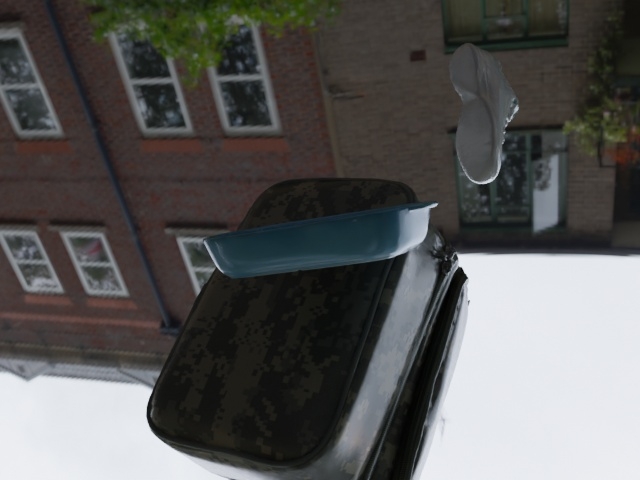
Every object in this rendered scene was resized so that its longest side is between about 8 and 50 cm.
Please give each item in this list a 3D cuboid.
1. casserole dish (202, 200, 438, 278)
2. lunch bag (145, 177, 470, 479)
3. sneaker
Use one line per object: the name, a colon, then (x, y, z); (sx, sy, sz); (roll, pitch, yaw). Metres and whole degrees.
casserole dish: (0.000, 0.000, 0.613); (0.189, 0.036, 0.114); (-9, -177, 25)
lunch bag: (0.024, 0.118, 0.777); (0.213, 0.256, 0.305); (3, -123, 33)
sneaker: (0.246, -0.179, 1.138); (0.094, 0.212, 0.080); (9, 160, -31)
